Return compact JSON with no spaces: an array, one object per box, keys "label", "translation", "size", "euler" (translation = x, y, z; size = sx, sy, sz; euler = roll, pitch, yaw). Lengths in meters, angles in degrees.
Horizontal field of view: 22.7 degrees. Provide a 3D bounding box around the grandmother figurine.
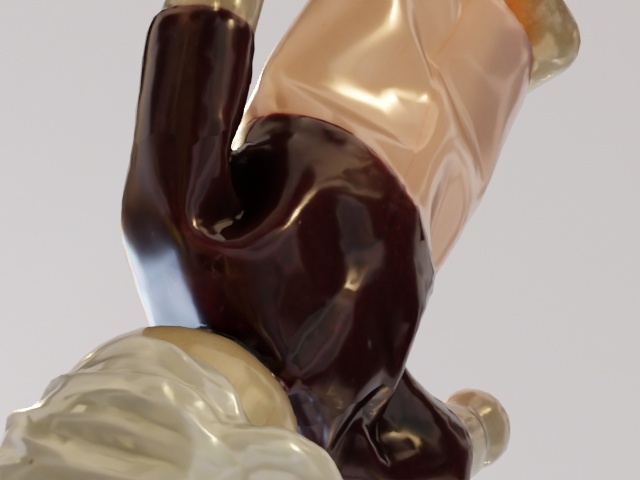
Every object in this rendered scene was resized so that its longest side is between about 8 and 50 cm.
[{"label":"grandmother figurine","translation":[0.000,0.000,0.497],"size":[0.104,0.342,0.208],"euler":[-26,-70,35]}]
